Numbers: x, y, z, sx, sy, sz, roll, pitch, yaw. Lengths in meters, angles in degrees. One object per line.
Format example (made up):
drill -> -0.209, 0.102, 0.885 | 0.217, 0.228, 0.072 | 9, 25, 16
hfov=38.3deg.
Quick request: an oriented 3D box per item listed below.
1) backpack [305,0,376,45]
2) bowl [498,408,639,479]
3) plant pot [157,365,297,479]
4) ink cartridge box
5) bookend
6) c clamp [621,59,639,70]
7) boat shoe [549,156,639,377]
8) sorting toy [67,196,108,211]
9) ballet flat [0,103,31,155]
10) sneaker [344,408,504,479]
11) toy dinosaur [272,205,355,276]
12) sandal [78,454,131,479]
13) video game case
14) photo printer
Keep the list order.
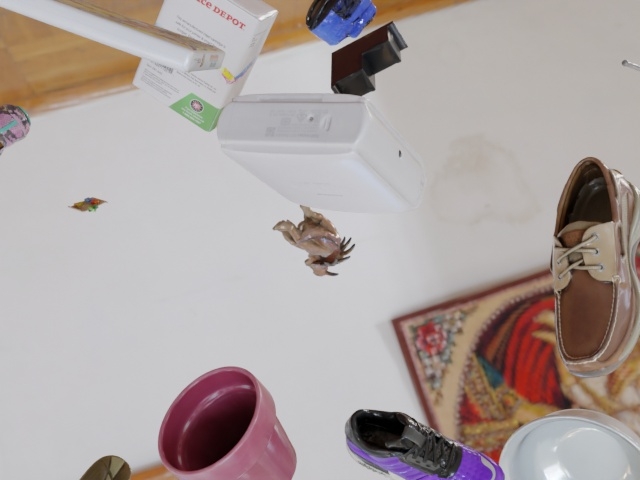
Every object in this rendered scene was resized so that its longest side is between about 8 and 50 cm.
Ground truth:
backpack -> 0.037, -0.422, 1.718 | 0.101, 0.098, 0.120 | 35, 109, -25
bowl -> 0.492, 0.424, 1.700 | 0.298, 0.298, 0.134 | -28, -176, 34
plant pot -> -0.138, 0.339, 1.525 | 0.201, 0.201, 0.180 | -23, 130, 18
ink cartridge box -> -0.240, -0.402, 1.915 | 0.278, 0.201, 0.117 | -60, 174, 30
bookend -> 0.106, -0.372, 1.964 | 0.157, 0.156, 0.072 | -25, 124, 19
c clamp -> 0.424, -0.218, 0.994 | 0.160, 0.022, 0.137 | -34, 156, 33
boat shoe -> 0.348, 0.026, 1.204 | 0.123, 0.324, 0.116 | -19, 131, 37
sorting toy -> -0.443, -0.070, 1.776 | 0.062, 0.012, 0.083 | -24, -155, -36
ballet flat -> -0.532, -0.159, 1.450 | 0.221, 0.077, 0.079 | -11, -156, 50
sneaker -> 0.172, 0.366, 1.588 | 0.293, 0.102, 0.146 | 15, 147, 18
toy dinosaur -> 0.000, 0.000, 2.158 | 0.127, 0.200, 0.295 | -45, -175, -3
sandal -> -0.319, 0.353, 1.192 | 0.180, 0.072, 0.049 | -42, 170, -37
video game case -> -0.222, -0.224, 0.954 | 0.227, 0.026, 0.206 | 20, -168, -1
photo printer -> 0.017, -0.127, 1.464 | 0.256, 0.107, 0.307 | 5, 165, 27
